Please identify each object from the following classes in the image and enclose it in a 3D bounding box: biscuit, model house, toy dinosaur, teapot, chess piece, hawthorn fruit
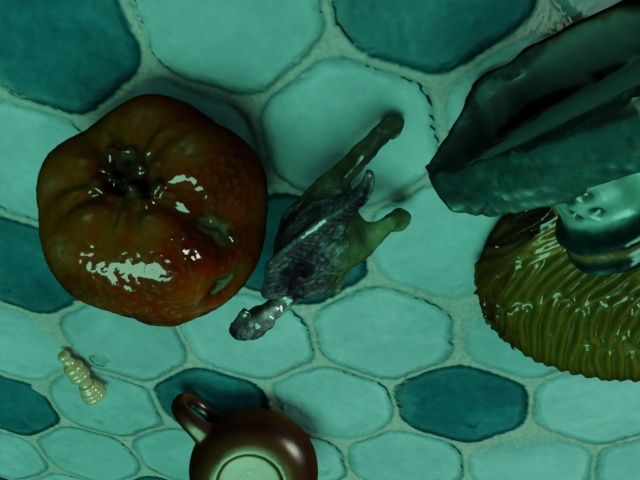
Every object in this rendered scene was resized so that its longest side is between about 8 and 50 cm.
[{"bbox_3d":[0.318,0.044,0.773,0.317,0.040,0.318,6,136,6],"label":"biscuit"},{"bbox_3d":[0.263,-0.026,0.559,0.291,0.184,0.253,47,142,-19],"label":"model house"},{"bbox_3d":[0.005,0.006,0.714,0.077,0.162,0.294,40,137,18],"label":"toy dinosaur"},{"bbox_3d":[-0.107,0.299,1.067,0.252,0.135,0.178,42,95,-4],"label":"teapot"},{"bbox_3d":[-0.336,0.187,1.061,0.035,0.035,0.092,-10,127,21],"label":"chess piece"},{"bbox_3d":[-0.143,-0.006,0.727,0.207,0.208,0.243,4,155,8],"label":"hawthorn fruit"}]
